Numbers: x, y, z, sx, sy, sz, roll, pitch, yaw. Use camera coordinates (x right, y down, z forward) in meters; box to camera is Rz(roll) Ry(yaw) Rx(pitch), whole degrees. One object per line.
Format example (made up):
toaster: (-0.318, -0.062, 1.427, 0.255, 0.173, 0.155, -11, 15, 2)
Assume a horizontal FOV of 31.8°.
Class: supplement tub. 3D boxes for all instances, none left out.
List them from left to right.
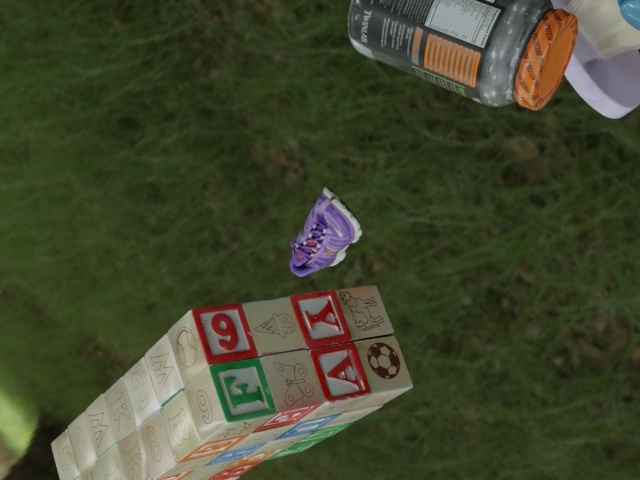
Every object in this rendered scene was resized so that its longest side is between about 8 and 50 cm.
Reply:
supplement tub: (0.131, -0.196, 1.035, 0.190, 0.117, 0.117, 26, 153, 21)

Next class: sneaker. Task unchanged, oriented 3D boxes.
sneaker: (0.000, 0.000, 1.349, 0.068, 0.071, 0.170, 48, 154, 16)

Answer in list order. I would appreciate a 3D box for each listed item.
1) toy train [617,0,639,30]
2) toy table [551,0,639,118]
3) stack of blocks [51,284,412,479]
toy train: (0.342, -0.196, 0.944, 0.105, 0.143, 0.248, 30, 178, 42)
toy table: (0.391, -0.314, 1.451, 0.161, 0.252, 0.274, -37, 64, 43)
stack of blocks: (-0.084, 0.144, 0.921, 0.297, 0.171, 0.087, -41, 63, 47)
